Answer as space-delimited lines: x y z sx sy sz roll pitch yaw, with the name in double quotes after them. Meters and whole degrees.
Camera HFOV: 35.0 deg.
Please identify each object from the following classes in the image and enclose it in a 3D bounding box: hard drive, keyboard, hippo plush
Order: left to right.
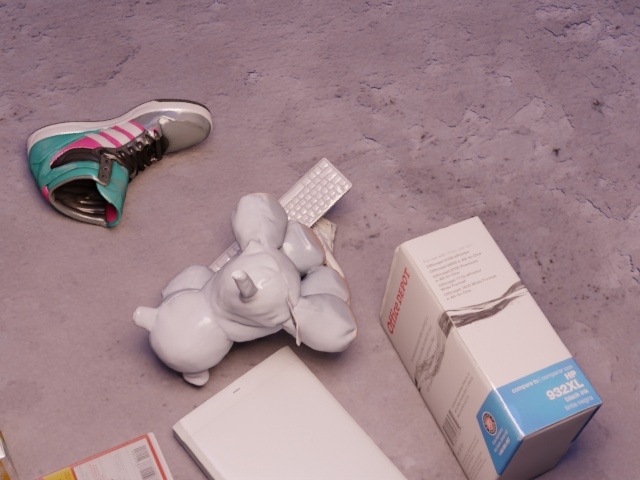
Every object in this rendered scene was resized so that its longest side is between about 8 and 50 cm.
-0.105 0.109 1.395 0.234 0.236 0.294 46 21 -20 "hippo plush"
-0.065 -0.016 1.523 0.256 0.014 0.072 -44 65 0 "keyboard"
-0.027 0.310 1.363 0.203 0.040 0.307 -34 65 -23 "hard drive"

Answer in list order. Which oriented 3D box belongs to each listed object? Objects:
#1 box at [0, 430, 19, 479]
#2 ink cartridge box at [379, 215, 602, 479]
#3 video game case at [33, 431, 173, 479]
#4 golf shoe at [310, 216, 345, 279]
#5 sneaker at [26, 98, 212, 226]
-0.503 0.292 1.291 0.203 0.114 0.103 -22 61 -19 "box"
0.215 0.158 1.371 0.129 0.223 0.307 -20 60 -17 "ink cartridge box"
-0.311 0.388 1.296 0.285 0.025 0.204 -20 61 -17 "video game case"
0.000 0.000 1.555 0.086 0.069 0.176 -24 63 -26 "golf shoe"
-0.302 -0.114 1.565 0.295 0.124 0.178 -14 54 -4 "sneaker"
